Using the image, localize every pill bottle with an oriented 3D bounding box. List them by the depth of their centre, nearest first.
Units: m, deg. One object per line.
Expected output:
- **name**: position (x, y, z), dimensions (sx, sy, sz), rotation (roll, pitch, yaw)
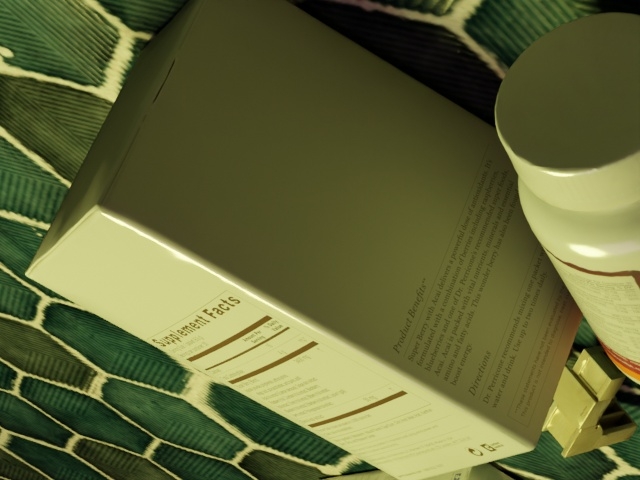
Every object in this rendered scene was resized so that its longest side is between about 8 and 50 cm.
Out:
- **pill bottle**: position (0.178, -0.016, 0.889), dimensions (0.121, 0.121, 0.221), rotation (7, 151, 33)

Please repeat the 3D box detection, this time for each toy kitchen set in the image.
- **toy kitchen set**: position (0.206, 0.106, 1.246), dimensions (0.068, 0.075, 0.083), rotation (52, 134, 34)

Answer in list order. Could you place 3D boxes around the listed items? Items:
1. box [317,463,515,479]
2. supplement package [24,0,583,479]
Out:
- **box**: position (0.151, 0.307, 1.676), dimensions (0.232, 0.058, 0.322), rotation (32, 157, -18)
- **supplement package**: position (0.000, 0.000, 1.017), dimensions (0.293, 0.177, 0.175), rotation (30, 156, -14)
